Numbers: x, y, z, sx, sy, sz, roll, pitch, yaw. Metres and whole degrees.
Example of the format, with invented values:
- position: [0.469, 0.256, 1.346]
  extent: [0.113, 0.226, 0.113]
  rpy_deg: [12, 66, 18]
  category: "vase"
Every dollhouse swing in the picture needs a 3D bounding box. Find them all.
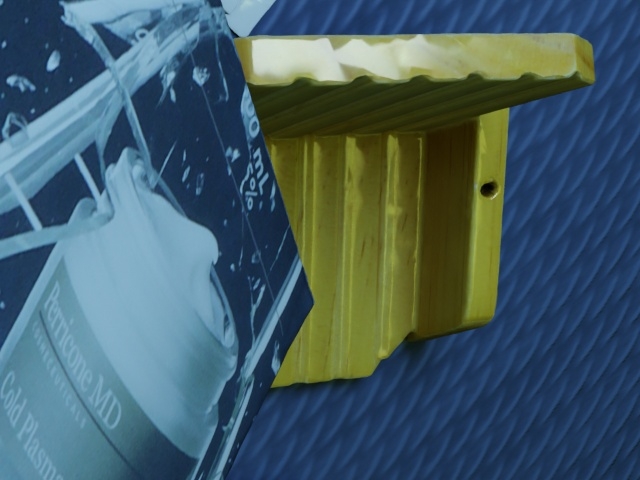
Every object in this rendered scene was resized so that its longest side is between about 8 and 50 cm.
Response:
- position: [0.000, 0.000, 0.881]
  extent: [0.347, 0.305, 0.315]
  rpy_deg: [-4, 104, -23]
  category: "dollhouse swing"

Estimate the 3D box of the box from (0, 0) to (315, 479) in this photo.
- position: [-0.258, 0.015, 0.497]
  extent: [0.479, 0.298, 0.471]
  rpy_deg: [74, 30, -42]
  category: "box"

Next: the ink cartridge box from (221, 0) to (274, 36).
- position: [-0.083, -0.244, 0.917]
  extent: [0.181, 0.061, 0.104]
  rpy_deg: [39, 87, -26]
  category: "ink cartridge box"
